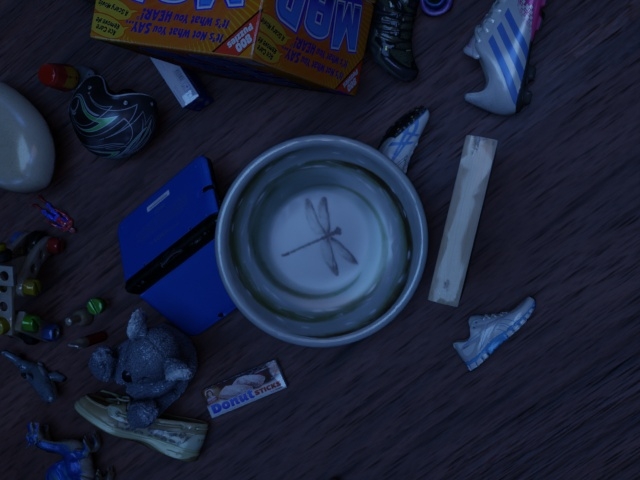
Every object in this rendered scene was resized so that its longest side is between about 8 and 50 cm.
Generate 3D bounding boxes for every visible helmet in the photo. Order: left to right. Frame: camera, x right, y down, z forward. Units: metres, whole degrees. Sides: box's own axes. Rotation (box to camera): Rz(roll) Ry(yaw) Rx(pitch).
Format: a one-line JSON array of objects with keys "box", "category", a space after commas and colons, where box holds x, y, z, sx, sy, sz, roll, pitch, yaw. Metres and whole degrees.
[{"box": [-0.418, -0.247, 1.793, 0.161, 0.169, 0.169, 41, 100, 23], "category": "helmet"}]

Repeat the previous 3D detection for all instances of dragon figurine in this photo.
[{"box": [-0.531, 0.506, 1.891, 0.144, 0.085, 0.289, -25, 87, 11], "category": "dragon figurine"}]

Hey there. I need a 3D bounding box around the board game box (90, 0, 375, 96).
[{"box": [-0.133, -0.484, 1.578, 0.357, 0.356, 0.356, 13, 95, 30], "category": "board game box"}]

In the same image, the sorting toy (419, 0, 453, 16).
[{"box": [0.157, -0.606, 1.682, 0.127, 0.126, 0.365, -24, 87, 11], "category": "sorting toy"}]

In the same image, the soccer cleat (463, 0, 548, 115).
[{"box": [0.349, -0.406, 1.658, 0.143, 0.116, 0.331, 10, 95, 10], "category": "soccer cleat"}]

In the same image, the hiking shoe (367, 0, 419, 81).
[{"box": [0.145, -0.421, 1.695, 0.114, 0.086, 0.226, -26, 87, 43], "category": "hiking shoe"}]

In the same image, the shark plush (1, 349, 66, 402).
[{"box": [-0.624, 0.288, 1.907, 0.073, 0.067, 0.161, -40, 85, 11], "category": "shark plush"}]

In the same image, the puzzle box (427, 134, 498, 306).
[{"box": [0.257, -0.039, 1.547, 0.052, 0.409, 0.272, 14, 94, 10], "category": "puzzle box"}]

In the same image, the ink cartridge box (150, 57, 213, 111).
[{"box": [-0.305, -0.364, 1.797, 0.046, 0.097, 0.207, -34, 87, 11], "category": "ink cartridge box"}]

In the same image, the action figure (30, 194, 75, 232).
[{"box": [-0.577, -0.052, 1.902, 0.115, 0.030, 0.038, 36, 94, 5], "category": "action figure"}]

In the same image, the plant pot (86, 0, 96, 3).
[{"box": [-0.426, -0.581, 1.700, 0.284, 0.191, 0.284, -4, 121, -6], "category": "plant pot"}]

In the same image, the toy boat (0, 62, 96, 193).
[{"box": [-0.609, -0.254, 1.852, 0.318, 0.148, 0.267, -41, 80, 18], "category": "toy boat"}]

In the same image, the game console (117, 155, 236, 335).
[{"box": [-0.255, 0.016, 1.804, 0.293, 0.173, 0.250, -35, 55, 28], "category": "game console"}]

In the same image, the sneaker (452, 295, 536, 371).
[{"box": [0.337, 0.166, 1.716, 0.191, 0.071, 0.083, -44, 79, 10], "category": "sneaker"}]

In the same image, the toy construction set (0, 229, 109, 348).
[{"box": [-0.609, 0.128, 1.810, 0.309, 0.237, 0.257, 30, 98, 8], "category": "toy construction set"}]

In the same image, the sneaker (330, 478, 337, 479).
[{"box": [-0.006, 0.581, 1.803, 0.071, 0.066, 0.188, 39, 100, 6], "category": "sneaker"}]

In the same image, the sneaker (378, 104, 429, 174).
[{"box": [0.149, -0.158, 1.734, 0.086, 0.085, 0.237, 31, 98, -15], "category": "sneaker"}]

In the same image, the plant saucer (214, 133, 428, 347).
[{"box": [0.000, 0.000, 1.669, 0.401, 0.100, 0.400, -1, 95, -6], "category": "plant saucer"}]

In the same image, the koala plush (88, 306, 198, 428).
[{"box": [-0.333, 0.232, 1.742, 0.203, 0.221, 0.196, -36, 79, -24], "category": "koala plush"}]

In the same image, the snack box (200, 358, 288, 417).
[{"box": [-0.160, 0.311, 1.841, 0.178, 0.022, 0.064, -24, 89, 11], "category": "snack box"}]

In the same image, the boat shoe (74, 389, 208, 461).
[{"box": [-0.377, 0.376, 1.853, 0.285, 0.104, 0.089, 22, 92, -1], "category": "boat shoe"}]
